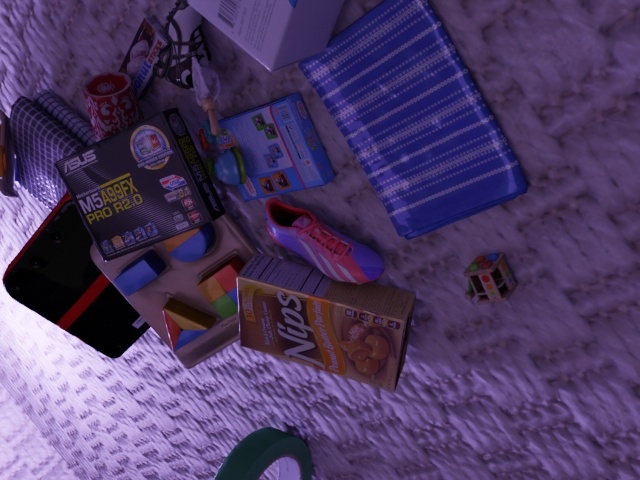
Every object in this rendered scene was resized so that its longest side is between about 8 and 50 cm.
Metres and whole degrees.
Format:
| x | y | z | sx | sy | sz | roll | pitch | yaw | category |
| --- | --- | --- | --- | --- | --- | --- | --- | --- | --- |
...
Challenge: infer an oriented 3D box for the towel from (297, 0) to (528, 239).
| x | y | z | sx | sy | sz | roll | pitch | yaw | category |
| --- | --- | --- | --- | --- | --- | --- | --- | --- | --- |
| 0.129 | -0.172 | 0.966 | 0.243 | 0.040 | 0.335 | -23 | 103 | 45 | towel |

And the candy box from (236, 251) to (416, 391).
| x | y | z | sx | sy | sz | roll | pitch | yaw | category |
| --- | --- | --- | --- | --- | --- | --- | --- | --- | --- |
| 0.006 | 0.150 | 1.214 | 0.317 | 0.087 | 0.182 | 13 | 127 | 14 | candy box |

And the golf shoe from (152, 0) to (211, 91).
| x | y | z | sx | sy | sz | roll | pitch | yaw | category |
| --- | --- | --- | --- | --- | --- | --- | --- | --- | --- |
| -0.219 | -0.339 | 1.115 | 0.094 | 0.077 | 0.198 | 35 | 144 | -2 | golf shoe |

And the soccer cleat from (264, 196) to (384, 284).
| x | y | z | sx | sy | sz | roll | pitch | yaw | category |
| --- | --- | --- | --- | --- | --- | --- | --- | --- | --- |
| 0.000 | 0.000 | 1.157 | 0.248 | 0.083 | 0.095 | 26 | 152 | 29 | soccer cleat |

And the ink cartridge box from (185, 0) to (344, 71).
| x | y | z | sx | sy | sz | roll | pitch | yaw | category |
| --- | --- | --- | --- | --- | --- | --- | --- | --- | --- |
| -0.105 | -0.421 | 0.897 | 0.307 | 0.129 | 0.223 | 42 | 137 | 15 | ink cartridge box |

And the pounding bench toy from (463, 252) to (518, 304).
| x | y | z | sx | sy | sz | roll | pitch | yaw | category |
| --- | --- | --- | --- | --- | --- | --- | --- | --- | --- |
| 0.252 | 0.059 | 1.021 | 0.083 | 0.052 | 0.065 | -15 | 109 | 45 | pounding bench toy |

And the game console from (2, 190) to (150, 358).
| x | y | z | sx | sy | sz | roll | pitch | yaw | category |
| --- | --- | --- | --- | --- | --- | --- | --- | --- | --- |
| -0.509 | 0.081 | 1.505 | 0.342 | 0.060 | 0.386 | 37 | 118 | -21 | game console |

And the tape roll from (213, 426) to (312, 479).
| x | y | z | sx | sy | sz | roll | pitch | yaw | category |
| --- | --- | --- | --- | --- | --- | --- | --- | --- | --- |
| -0.141 | 0.608 | 1.538 | 0.077 | 0.321 | 0.321 | 11 | 126 | 32 | tape roll |

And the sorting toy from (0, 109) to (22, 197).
| x | y | z | sx | sy | sz | roll | pitch | yaw | category |
| --- | --- | --- | --- | --- | --- | --- | --- | --- | --- |
| -0.739 | -0.197 | 1.515 | 0.348 | 0.047 | 0.195 | -172 | 80 | -71 | sorting toy |

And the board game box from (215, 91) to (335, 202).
| x | y | z | sx | sy | sz | roll | pitch | yaw | category |
| --- | --- | --- | --- | --- | --- | --- | --- | --- | --- |
| -0.091 | -0.158 | 1.155 | 0.212 | 0.039 | 0.160 | -8 | 114 | 42 | board game box |

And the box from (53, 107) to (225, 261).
| x | y | z | sx | sy | sz | roll | pitch | yaw | category |
| --- | --- | --- | --- | --- | --- | --- | --- | --- | --- |
| -0.341 | -0.099 | 1.228 | 0.270 | 0.060 | 0.216 | -18 | 103 | 23 | box |

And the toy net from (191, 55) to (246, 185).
| x | y | z | sx | sy | sz | roll | pitch | yaw | category |
| --- | --- | --- | --- | --- | --- | --- | --- | --- | --- |
| -0.185 | -0.210 | 1.143 | 0.122 | 0.045 | 0.232 | -139 | 36 | -57 | toy net |

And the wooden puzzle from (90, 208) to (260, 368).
| x | y | z | sx | sy | sz | roll | pitch | yaw | category |
| --- | --- | --- | --- | --- | --- | --- | --- | --- | --- |
| -0.281 | 0.078 | 1.352 | 0.322 | 0.080 | 0.347 | -33 | 99 | 22 | wooden puzzle |

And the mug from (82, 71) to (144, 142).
| x | y | z | sx | sy | sz | roll | pitch | yaw | category |
| --- | --- | --- | --- | --- | --- | --- | --- | --- | --- |
| -0.412 | -0.241 | 1.286 | 0.150 | 0.113 | 0.169 | 27 | 143 | 25 | mug |

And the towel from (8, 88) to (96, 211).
| x | y | z | sx | sy | sz | roll | pitch | yaw | category |
| --- | --- | --- | --- | --- | --- | --- | --- | --- | --- |
| -0.600 | -0.167 | 1.506 | 0.235 | 0.121 | 0.283 | 36 | 136 | 15 | towel |

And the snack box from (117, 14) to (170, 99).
| x | y | z | sx | sy | sz | roll | pitch | yaw | category |
| --- | --- | --- | --- | --- | --- | --- | --- | --- | --- |
| -0.335 | -0.341 | 1.235 | 0.064 | 0.022 | 0.178 | 48 | 138 | -2 | snack box |
